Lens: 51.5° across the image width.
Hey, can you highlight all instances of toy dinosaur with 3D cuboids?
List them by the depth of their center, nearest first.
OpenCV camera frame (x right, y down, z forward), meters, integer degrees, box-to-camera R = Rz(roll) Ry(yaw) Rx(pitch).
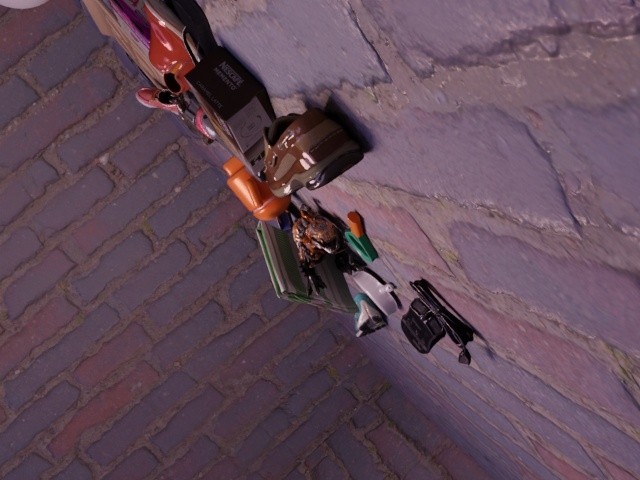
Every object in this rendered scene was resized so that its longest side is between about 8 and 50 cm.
[{"bbox_3d":[0.000,0.000,1.691,0.322,0.164,0.219,-77,-37,-74],"label":"toy dinosaur"},{"bbox_3d":[-0.351,-0.353,1.873,0.313,0.121,0.160,30,147,57],"label":"toy dinosaur"}]

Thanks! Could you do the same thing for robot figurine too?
[{"bbox_3d":[-0.168,-0.145,1.810,0.219,0.128,0.158,50,160,-11],"label":"robot figurine"}]

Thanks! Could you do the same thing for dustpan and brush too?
[{"bbox_3d":[0.152,0.129,1.674,0.147,0.060,0.211,47,179,1],"label":"dustpan and brush"}]

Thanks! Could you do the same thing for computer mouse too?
[{"bbox_3d":[0.248,0.186,1.357,0.184,0.060,0.262,50,162,25],"label":"computer mouse"}]

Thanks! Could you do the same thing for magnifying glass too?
[{"bbox_3d":[0.082,-0.010,1.443,0.092,0.026,0.231,46,172,19],"label":"magnifying glass"}]

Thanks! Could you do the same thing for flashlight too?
[{"bbox_3d":[-0.215,-0.262,1.652,0.304,0.103,0.103,40,-164,32],"label":"flashlight"}]

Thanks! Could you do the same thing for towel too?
[{"bbox_3d":[-0.033,0.079,1.819,0.324,0.038,0.248,20,-141,-48],"label":"towel"}]

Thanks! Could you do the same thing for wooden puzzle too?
[{"bbox_3d":[-0.540,-0.581,2.006,0.348,0.080,0.322,45,173,-3],"label":"wooden puzzle"}]

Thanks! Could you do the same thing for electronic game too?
[{"bbox_3d":[-0.618,-0.611,2.385,0.229,0.048,0.229,47,172,9],"label":"electronic game"}]

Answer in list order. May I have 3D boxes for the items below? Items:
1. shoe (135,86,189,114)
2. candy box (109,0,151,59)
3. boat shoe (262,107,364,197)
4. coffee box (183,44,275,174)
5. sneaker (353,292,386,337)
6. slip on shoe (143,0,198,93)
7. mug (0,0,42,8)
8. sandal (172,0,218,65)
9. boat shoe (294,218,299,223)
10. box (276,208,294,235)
[{"bbox_3d":[-0.482,-0.431,1.985,0.177,0.064,0.081,20,172,10],"label":"shoe"},{"bbox_3d":[-0.433,-0.528,1.629,0.159,0.071,0.233,49,172,-4],"label":"candy box"},{"bbox_3d":[-0.032,-0.153,1.082,0.120,0.122,0.324,56,163,-11],"label":"boat shoe"},{"bbox_3d":[-0.167,-0.256,1.346,0.141,0.098,0.246,46,173,17],"label":"coffee box"},{"bbox_3d":[0.152,0.242,2.162,0.275,0.107,0.110,82,166,-69],"label":"sneaker"},{"bbox_3d":[-0.331,-0.421,1.468,0.123,0.101,0.331,49,172,9],"label":"slip on shoe"},{"bbox_3d":[-0.827,-0.837,1.760,0.328,0.276,0.374,-161,61,-65],"label":"mug"},{"bbox_3d":[-0.242,-0.383,1.308,0.097,0.054,0.254,46,172,23],"label":"sandal"},{"bbox_3d":[-0.038,-0.019,2.027,0.137,0.049,0.043,49,172,43],"label":"boat shoe"},{"bbox_3d":[-0.110,-0.066,2.052,0.225,0.036,0.137,64,-173,-69],"label":"box"}]
